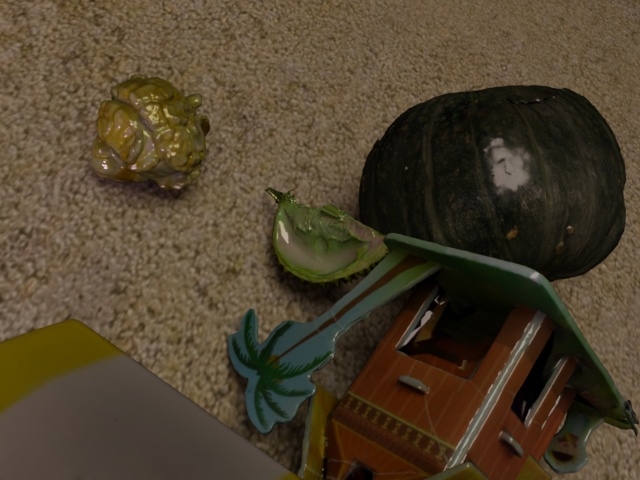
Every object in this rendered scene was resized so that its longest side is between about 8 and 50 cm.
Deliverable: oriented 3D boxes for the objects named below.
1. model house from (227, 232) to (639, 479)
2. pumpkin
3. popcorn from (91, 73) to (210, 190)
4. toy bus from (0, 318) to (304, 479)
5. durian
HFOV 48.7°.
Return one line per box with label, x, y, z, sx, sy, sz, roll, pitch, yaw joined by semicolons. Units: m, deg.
model house;0.082;0.198;0.759;0.324;0.340;0.300;-54;128;-17
pumpkin;0.218;-0.062;0.897;0.327;0.291;0.257;-2;79;-38
popcorn;-0.199;-0.132;0.852;0.162;0.136;0.141;-30;51;-24
toy bus;-0.094;0.264;0.478;0.440;0.249;0.209;32;18;13
durian;0.000;0.000;0.859;0.215;0.100;0.086;23;15;36
